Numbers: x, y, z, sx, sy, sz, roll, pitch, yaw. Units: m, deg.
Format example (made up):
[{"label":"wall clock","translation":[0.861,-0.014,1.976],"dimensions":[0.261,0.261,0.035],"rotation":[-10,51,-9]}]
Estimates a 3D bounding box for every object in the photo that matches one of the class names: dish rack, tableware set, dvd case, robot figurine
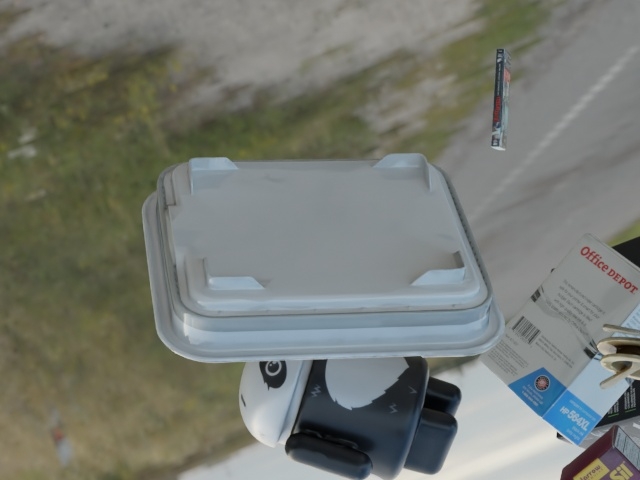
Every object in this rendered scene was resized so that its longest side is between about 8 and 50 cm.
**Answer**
[{"label":"dish rack","translation":[0.000,0.000,1.590],"dimensions":[0.332,0.285,0.072],"rotation":[-2,128,-10]},{"label":"tableware set","translation":[0.361,0.131,1.578],"dimensions":[0.194,0.039,0.128],"rotation":[9,162,15]},{"label":"dvd case","translation":[0.222,-0.172,2.010],"dimensions":[0.013,0.119,0.087],"rotation":[2,-178,12]},{"label":"robot figurine","translation":[0.036,0.203,2.080],"dimensions":[0.278,0.174,0.209],"rotation":[17,179,-1]}]

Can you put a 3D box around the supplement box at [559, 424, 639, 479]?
[{"label":"supplement box","translation":[0.218,0.183,1.169],"dimensions":[0.055,0.083,0.043],"rotation":[-44,-179,20]}]

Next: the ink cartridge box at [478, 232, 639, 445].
[{"label":"ink cartridge box","translation":[0.307,0.113,1.917],"dimensions":[0.203,0.086,0.148],"rotation":[-49,-144,3]}]

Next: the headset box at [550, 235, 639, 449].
[{"label":"headset box","translation":[0.428,0.127,2.085],"dimensions":[0.131,0.246,0.283],"rotation":[23,148,-37]}]
